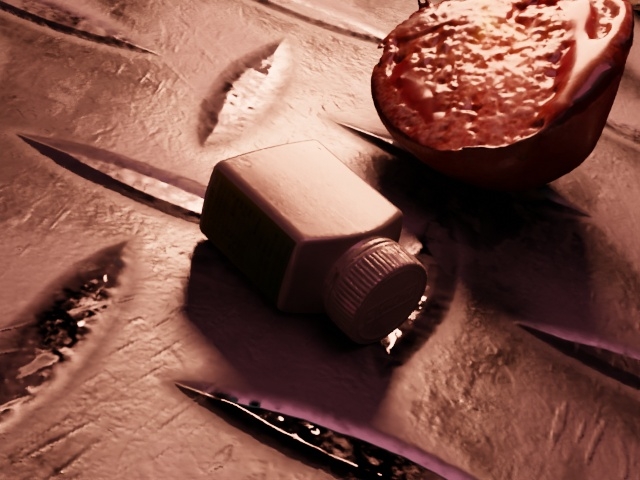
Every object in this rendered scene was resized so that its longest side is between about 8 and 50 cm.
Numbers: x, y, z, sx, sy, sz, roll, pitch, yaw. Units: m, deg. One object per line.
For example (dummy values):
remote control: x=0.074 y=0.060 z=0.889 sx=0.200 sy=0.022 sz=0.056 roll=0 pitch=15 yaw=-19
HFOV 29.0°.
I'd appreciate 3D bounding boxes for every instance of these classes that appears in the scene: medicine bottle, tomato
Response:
medicine bottle: x=0.000 y=0.000 z=1.088 sx=0.132 sy=0.088 sz=0.188 roll=-15 pitch=46 yaw=-40
tomato: x=0.213 y=-0.149 z=1.341 sx=0.308 sy=0.170 sz=0.309 roll=-13 pitch=45 yaw=14

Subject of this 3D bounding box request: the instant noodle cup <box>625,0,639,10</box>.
instant noodle cup: x=0.621 y=-0.450 z=1.882 sx=0.214 sy=0.296 sz=0.296 roll=20 pitch=33 yaw=-12
